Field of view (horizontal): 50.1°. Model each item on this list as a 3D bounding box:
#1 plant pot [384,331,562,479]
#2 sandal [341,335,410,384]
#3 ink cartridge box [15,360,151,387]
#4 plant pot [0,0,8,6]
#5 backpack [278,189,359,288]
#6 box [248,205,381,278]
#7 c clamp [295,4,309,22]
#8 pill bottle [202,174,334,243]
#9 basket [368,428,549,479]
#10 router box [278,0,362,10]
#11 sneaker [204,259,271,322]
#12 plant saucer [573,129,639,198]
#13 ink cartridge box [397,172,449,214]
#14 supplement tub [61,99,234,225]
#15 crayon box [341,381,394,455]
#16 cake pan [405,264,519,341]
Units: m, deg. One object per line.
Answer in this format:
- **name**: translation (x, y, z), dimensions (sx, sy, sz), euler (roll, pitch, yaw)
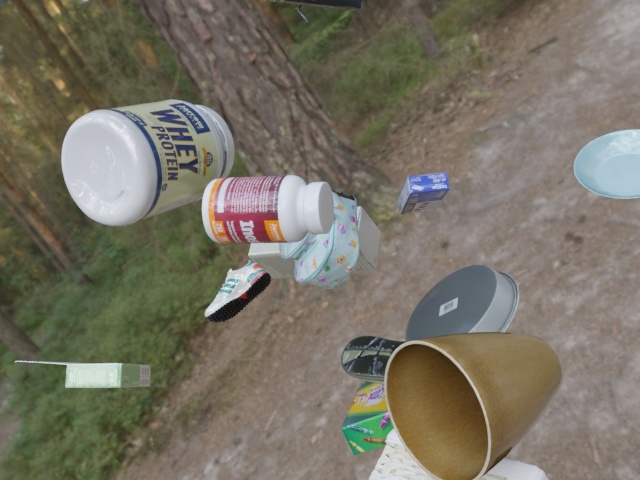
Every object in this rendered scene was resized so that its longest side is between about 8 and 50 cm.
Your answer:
- **plant pot**: translation (0.281, 0.250, 1.151), dimensions (0.254, 0.237, 0.237), euler (-13, 8, -32)
- **sandal**: translation (0.179, 0.266, 1.391), dimensions (0.303, 0.086, 0.120), euler (12, 60, 42)
- **ink cartridge box**: translation (-0.507, 0.288, 1.476), dimensions (0.235, 0.056, 0.171), euler (-1, -11, 7)
- **plant pot**: translation (-0.558, -0.527, 1.120), dimensions (0.255, 0.271, 0.271), euler (-30, 17, 43)
- **backpack**: translation (0.000, 0.000, 1.409), dimensions (0.166, 0.144, 0.188), euler (-45, 45, 40)
- **box**: translation (-0.014, 0.011, 1.783), dimensions (0.311, 0.148, 0.121), euler (-5, 59, 27)
- **c clamp**: translation (-0.057, -0.630, 1.659), dimensions (0.022, 0.160, 0.137), euler (-20, 47, -23)
- **pill bottle**: translation (-0.064, -0.039, 0.862), dimensions (0.152, 0.086, 0.086), euler (-1, 32, 18)
- **basket**: translation (0.264, 0.569, 1.254), dimensions (0.331, 0.328, 0.266), euler (1, 43, 43)
- **router box**: translation (-0.017, -0.665, 1.466), dimensions (0.243, 0.308, 0.081), euler (5, 14, -9)
- **sneaker**: translation (-0.186, 0.105, 1.455), dimensions (0.161, 0.057, 0.075), euler (-39, 54, -7)
- **plant saucer**: translation (0.582, -0.134, 1.291), dimensions (0.195, 0.037, 0.195), euler (-14, 42, 14)
- **ink cartridge box**: translation (0.256, -0.115, 1.725), dimensions (0.097, 0.046, 0.207), euler (-6, -12, -1)
- **supplement tub**: translation (-0.358, -0.177, 1.475), dimensions (0.235, 0.235, 0.325), euler (-20, 5, 32)
- **crayon box**: translation (0.169, 0.420, 1.728), dimensions (0.165, 0.081, 0.278), euler (-24, 5, 18)
- **cake pan**: translation (0.300, 0.165, 1.510), dimensions (0.293, 0.054, 0.293), euler (-40, 19, 17)
